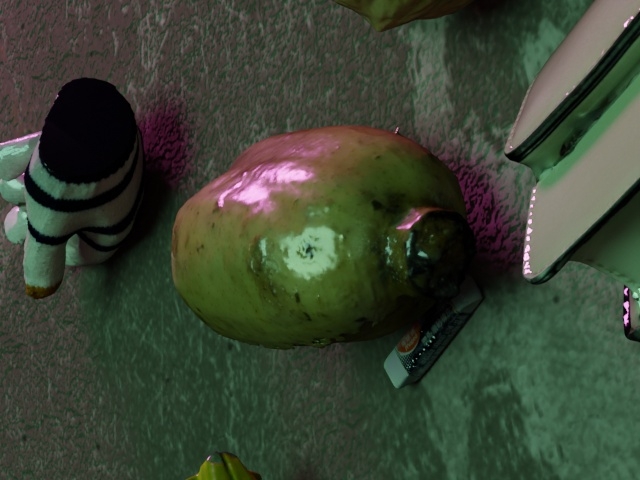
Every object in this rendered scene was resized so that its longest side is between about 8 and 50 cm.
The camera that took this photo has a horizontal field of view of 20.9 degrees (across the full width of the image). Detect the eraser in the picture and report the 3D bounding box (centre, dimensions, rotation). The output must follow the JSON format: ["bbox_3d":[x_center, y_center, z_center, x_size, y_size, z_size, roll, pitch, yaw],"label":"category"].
[{"bbox_3d":[0.076,0.063,1.194,0.099,0.019,0.027,-55,47,34],"label":"eraser"}]

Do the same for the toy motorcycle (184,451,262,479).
[{"bbox_3d":[-0.022,0.305,1.196,0.206,0.142,0.342,-54,49,32],"label":"toy motorcycle"}]

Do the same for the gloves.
[{"bbox_3d":[-0.214,-0.041,1.519,0.218,0.131,0.140,101,151,-63],"label":"gloves"}]

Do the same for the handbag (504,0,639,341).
[{"bbox_3d":[0.251,-0.129,0.848,0.358,0.160,0.236,-50,16,36],"label":"handbag"}]

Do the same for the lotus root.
[{"bbox_3d":[0.000,0.000,1.187,0.284,0.146,0.160,5,61,54],"label":"lotus root"}]

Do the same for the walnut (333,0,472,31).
[{"bbox_3d":[0.059,-0.228,1.139,0.155,0.155,0.184,18,97,52],"label":"walnut"}]
